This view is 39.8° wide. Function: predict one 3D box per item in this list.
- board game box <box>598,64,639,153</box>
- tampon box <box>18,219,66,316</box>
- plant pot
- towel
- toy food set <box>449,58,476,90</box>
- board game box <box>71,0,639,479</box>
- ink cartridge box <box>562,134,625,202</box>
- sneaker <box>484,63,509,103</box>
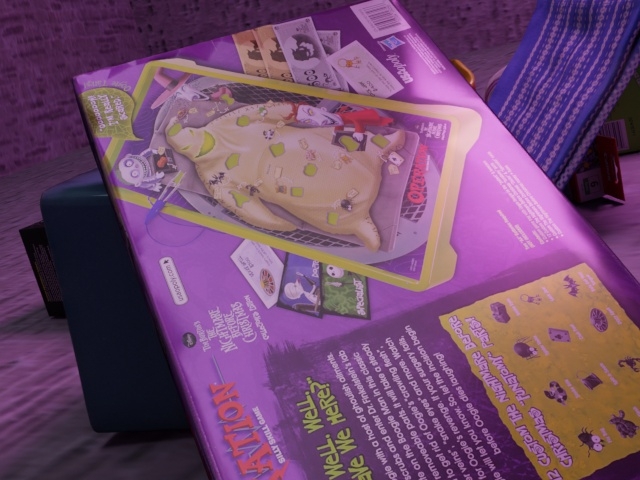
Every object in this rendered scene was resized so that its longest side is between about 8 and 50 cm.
[{"bbox_3d":[0.392,-0.166,0.923,0.259,0.124,0.039,-8,25,24],"label":"board game box"},{"bbox_3d":[-0.204,0.010,0.913,0.161,0.101,0.120,-4,17,39],"label":"tampon box"},{"bbox_3d":[-0.024,0.021,0.589,0.234,0.166,0.166,-2,18,19],"label":"plant pot"},{"bbox_3d":[0.211,-0.138,0.856,0.040,0.243,0.336,26,14,-5],"label":"towel"},{"bbox_3d":[0.198,-0.187,1.247,0.071,0.128,0.218,12,13,-3],"label":"toy food set"},{"bbox_3d":[0.016,0.006,0.436,0.208,0.056,0.347,-15,49,-16],"label":"board game box"},{"bbox_3d":[0.244,-0.071,0.839,0.029,0.063,0.115,-16,14,-7],"label":"ink cartridge box"},{"bbox_3d":[0.365,-0.186,1.125,0.305,0.114,0.152,-2,5,28],"label":"sneaker"}]
